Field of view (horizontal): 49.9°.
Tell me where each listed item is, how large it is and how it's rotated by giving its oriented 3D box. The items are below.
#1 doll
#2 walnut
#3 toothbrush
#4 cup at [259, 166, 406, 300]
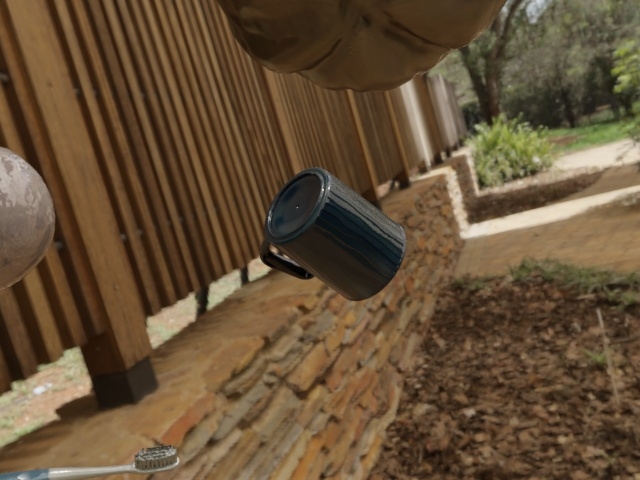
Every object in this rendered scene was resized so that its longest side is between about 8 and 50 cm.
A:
[{"bbox_3d":[-0.348,0.006,0.566,0.151,0.151,0.287,-14,14,21],"label":"doll"},{"bbox_3d":[0.020,-0.204,0.424,0.224,0.224,0.224,-16,7,2],"label":"walnut"},{"bbox_3d":[-0.267,0.215,0.622,0.276,0.025,0.019,-3,41,-16],"label":"toothbrush"},{"bbox_3d":[0.004,0.004,0.829,0.150,0.138,0.113,-47,34,11],"label":"cup"}]
